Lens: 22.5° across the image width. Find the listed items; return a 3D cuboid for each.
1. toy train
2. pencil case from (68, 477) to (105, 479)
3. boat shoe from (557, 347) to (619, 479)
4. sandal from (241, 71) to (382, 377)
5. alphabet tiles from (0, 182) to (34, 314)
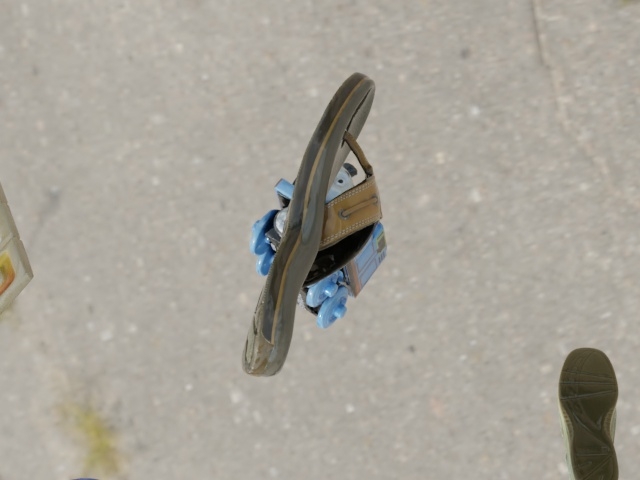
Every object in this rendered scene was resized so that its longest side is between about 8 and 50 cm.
[{"bbox_3d":[0.000,0.000,1.349,0.080,0.105,0.184,31,164,19],"label":"toy train"},{"bbox_3d":[-0.268,0.411,1.720,0.133,0.119,0.306,-38,34,48],"label":"pencil case"},{"bbox_3d":[0.240,0.168,1.442,0.048,0.056,0.153,92,177,-54],"label":"boat shoe"},{"bbox_3d":[0.006,-0.007,1.018,0.060,0.219,0.090,18,145,0],"label":"sandal"},{"bbox_3d":[-0.357,0.071,1.361,0.285,0.011,0.342,-47,36,11],"label":"alphabet tiles"}]
